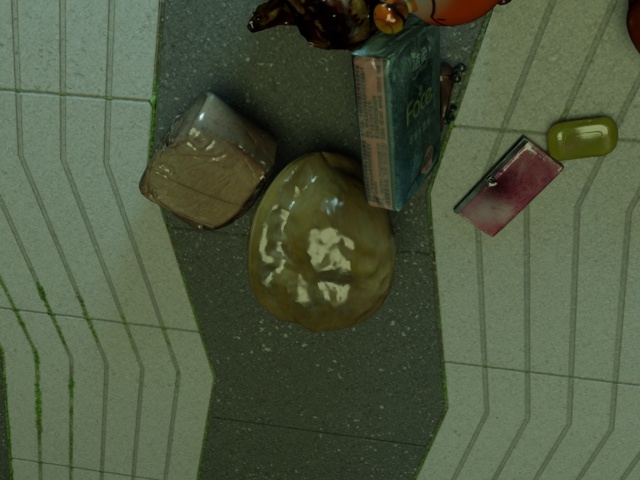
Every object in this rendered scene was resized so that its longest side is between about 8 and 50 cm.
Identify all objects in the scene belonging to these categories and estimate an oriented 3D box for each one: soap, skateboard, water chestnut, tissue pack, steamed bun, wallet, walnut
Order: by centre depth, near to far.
[{"bbox_3d":[-0.012,-0.460,1.207,0.300,0.300,0.300,5,122,8],"label":"water chestnut"},{"bbox_3d":[0.152,-0.247,1.311,0.103,0.228,0.316,12,130,26],"label":"tissue pack"},{"bbox_3d":[0.246,-0.296,1.407,0.080,0.067,0.151,15,127,12],"label":"skateboard"},{"bbox_3d":[0.544,-0.212,1.409,0.140,0.045,0.089,-6,123,12],"label":"soap"},{"bbox_3d":[0.005,0.014,1.481,0.383,0.383,0.383,5,122,8],"label":"walnut"},{"bbox_3d":[-0.245,-0.182,1.494,0.251,0.199,0.301,29,134,-28],"label":"steamed bun"},{"bbox_3d":[0.416,-0.114,1.505,0.119,0.025,0.232,33,122,-11],"label":"wallet"}]

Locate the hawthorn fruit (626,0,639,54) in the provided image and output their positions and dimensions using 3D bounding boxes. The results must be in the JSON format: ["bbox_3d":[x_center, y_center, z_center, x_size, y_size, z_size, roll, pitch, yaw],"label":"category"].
[{"bbox_3d":[0.634,-0.401,1.199,0.202,0.185,0.185,32,122,-6],"label":"hawthorn fruit"}]

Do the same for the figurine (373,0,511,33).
[{"bbox_3d":[0.210,-0.460,1.075,0.196,0.323,0.320,36,107,15],"label":"figurine"}]
